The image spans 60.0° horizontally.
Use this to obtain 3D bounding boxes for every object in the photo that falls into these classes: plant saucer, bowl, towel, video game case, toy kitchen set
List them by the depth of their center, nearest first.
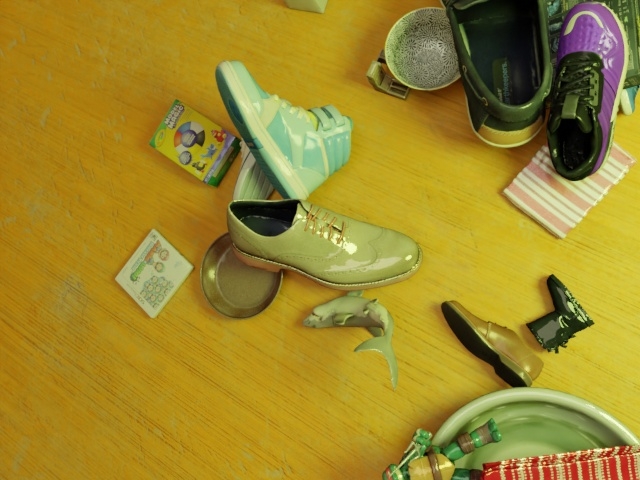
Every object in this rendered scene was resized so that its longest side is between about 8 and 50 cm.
[{"bbox_3d":[0.390,0.425,0.841,0.275,0.031,0.198,-8,84,1],"label":"towel"},{"bbox_3d":[0.372,0.451,0.954,0.401,0.100,0.400,-2,83,18],"label":"plant saucer"},{"bbox_3d":[0.460,-0.117,1.032,0.144,0.029,0.197,44,101,18],"label":"towel"},{"bbox_3d":[0.215,-0.366,1.107,0.170,0.080,0.170,-1,82,8],"label":"bowl"},{"bbox_3d":[0.147,-0.342,1.130,0.075,0.083,0.068,25,92,20],"label":"toy kitchen set"},{"bbox_3d":[-0.169,0.074,1.213,0.199,0.036,0.198,-2,83,18],"label":"plant saucer"},{"bbox_3d":[-0.389,0.076,1.295,0.143,0.019,0.157,41,97,18],"label":"video game case"}]

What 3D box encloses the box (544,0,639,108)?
[{"bbox_3d":[0.474,-0.375,1.004,0.184,0.059,0.232,-9,79,42],"label":"box"}]

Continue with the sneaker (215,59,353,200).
[{"bbox_3d":[-0.056,-0.249,1.110,0.208,0.319,0.127,-36,28,-10],"label":"sneaker"}]

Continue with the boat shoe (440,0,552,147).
[{"bbox_3d":[0.307,-0.418,0.982,0.187,0.156,0.499,-8,81,9],"label":"boat shoe"}]

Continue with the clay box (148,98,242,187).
[{"bbox_3d":[-0.299,-0.232,1.283,0.222,0.053,0.127,33,94,18],"label":"clay box"}]

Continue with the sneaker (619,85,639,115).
[{"bbox_3d":[0.577,-0.303,0.996,0.085,0.058,0.152,-6,75,26],"label":"sneaker"}]

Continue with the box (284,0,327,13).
[{"bbox_3d":[-0.028,-0.605,1.196,0.091,0.130,0.170,17,89,19],"label":"box"}]

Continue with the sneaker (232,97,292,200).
[{"bbox_3d":[-0.136,-0.189,1.217,0.091,0.094,0.258,23,91,44],"label":"sneaker"}]

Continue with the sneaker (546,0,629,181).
[{"bbox_3d":[0.428,-0.236,0.906,0.102,0.146,0.293,8,112,39],"label":"sneaker"}]

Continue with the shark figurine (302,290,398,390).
[{"bbox_3d":[0.099,0.169,1.065,0.166,0.278,0.116,-36,114,-18],"label":"shark figurine"}]

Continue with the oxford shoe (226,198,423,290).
[{"bbox_3d":[0.000,0.000,1.080,0.397,0.146,0.140,5,58,10],"label":"oxford shoe"}]

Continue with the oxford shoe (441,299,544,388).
[{"bbox_3d":[0.317,0.180,1.032,0.076,0.076,0.212,-39,68,-21],"label":"oxford shoe"}]

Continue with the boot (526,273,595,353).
[{"bbox_3d":[0.421,0.135,1.006,0.099,0.045,0.121,-38,75,14],"label":"boot"}]

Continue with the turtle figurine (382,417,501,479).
[{"bbox_3d":[0.188,0.380,0.912,0.234,0.118,0.175,-16,95,0],"label":"turtle figurine"}]
